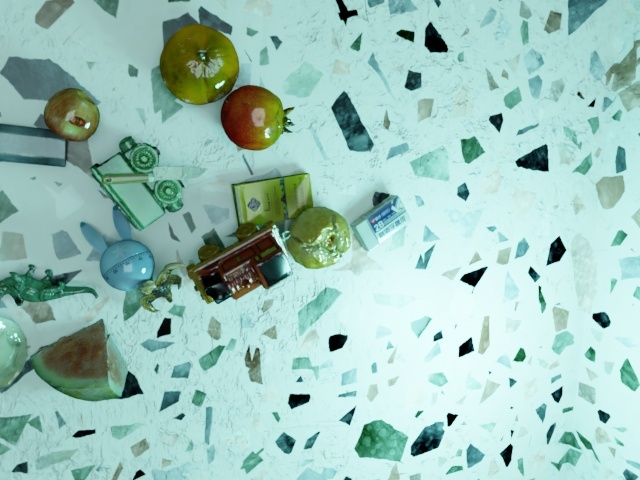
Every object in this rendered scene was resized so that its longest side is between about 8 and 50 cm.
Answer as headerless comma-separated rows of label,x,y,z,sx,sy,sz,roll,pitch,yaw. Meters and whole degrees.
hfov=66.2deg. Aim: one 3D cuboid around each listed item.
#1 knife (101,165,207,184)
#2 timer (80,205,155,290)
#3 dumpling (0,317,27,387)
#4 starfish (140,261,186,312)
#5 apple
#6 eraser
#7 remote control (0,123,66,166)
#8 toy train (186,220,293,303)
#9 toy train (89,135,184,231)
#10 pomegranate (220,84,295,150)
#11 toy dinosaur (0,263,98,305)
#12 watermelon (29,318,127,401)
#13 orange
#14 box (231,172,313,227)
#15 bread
knife,-0.477,-0.194,1.428,0.297,0.017,0.047,-6,98,-20
timer,-0.620,0.043,1.528,0.175,0.255,0.175,-31,150,-20
dumpling,-0.958,0.329,1.455,0.166,0.126,0.216,-41,105,-39
starfish,-0.500,0.143,1.548,0.071,0.238,0.216,37,93,5
apple,-0.702,-0.359,1.395,0.146,0.146,0.131,32,103,-24
eraser,0.231,-0.067,1.875,0.210,0.068,0.125,-35,112,-11
remote control,-0.924,-0.278,1.376,0.377,0.044,0.107,2,96,-23
toy train,-0.242,0.078,1.608,0.368,0.231,0.163,-30,125,-13
toy train,-0.544,-0.178,1.496,0.201,0.145,0.266,-36,112,-9
pomegranate,-0.201,-0.389,1.561,0.234,0.210,0.211,-1,101,-15
toy dinosaur,-0.833,0.132,1.479,0.291,0.079,0.120,-7,109,-18
watermelon,-0.728,0.388,1.523,0.309,0.232,0.193,-7,112,26
orange,-0.362,-0.528,1.477,0.239,0.171,0.241,-2,96,-13
box,-0.161,-0.141,1.714,0.278,0.041,0.153,-12,106,-19
bread,0.000,0.000,1.744,0.244,0.134,0.245,-12,118,-24
